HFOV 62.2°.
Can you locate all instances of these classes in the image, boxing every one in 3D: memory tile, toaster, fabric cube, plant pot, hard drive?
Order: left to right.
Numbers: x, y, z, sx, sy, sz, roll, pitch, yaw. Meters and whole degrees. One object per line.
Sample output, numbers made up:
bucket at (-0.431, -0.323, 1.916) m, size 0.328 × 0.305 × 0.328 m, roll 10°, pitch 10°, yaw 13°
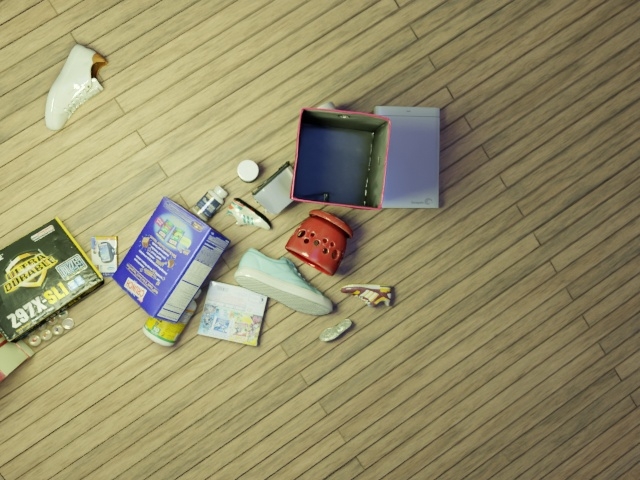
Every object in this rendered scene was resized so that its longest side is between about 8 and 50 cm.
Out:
memory tile at (-0.897, 0.267, 1.733) m, size 0.147 × 0.012 × 0.113 m, roll -28°, pitch 96°, yaw -20°
toaster at (-0.135, -0.172, 1.756) m, size 0.185 × 0.168 × 0.110 m, roll -42°, pitch 99°, yaw -3°
plant pot at (0.000, 0.000, 1.771) m, size 0.191 × 0.191 × 0.174 m, roll 29°, pitch 82°, yaw -8°
fabric cube at (0.049, -0.229, 1.555) m, size 0.253 × 0.258 × 0.259 m, roll 6°, pitch 94°, yaw -4°
hard drive at (0.302, -0.289, 1.867) m, size 0.232 × 0.047 × 0.354 m, roll 0°, pitch 93°, yaw -7°

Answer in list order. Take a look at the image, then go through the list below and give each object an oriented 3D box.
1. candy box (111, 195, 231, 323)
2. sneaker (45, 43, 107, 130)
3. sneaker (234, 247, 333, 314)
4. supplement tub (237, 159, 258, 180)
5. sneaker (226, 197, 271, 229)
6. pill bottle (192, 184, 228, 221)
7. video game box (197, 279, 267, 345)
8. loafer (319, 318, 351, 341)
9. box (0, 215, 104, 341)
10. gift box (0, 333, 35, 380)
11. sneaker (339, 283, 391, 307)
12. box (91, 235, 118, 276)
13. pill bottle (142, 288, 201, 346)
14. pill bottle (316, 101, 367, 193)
candy box at (-0.474, 0.060, 1.672) m, size 0.268 × 0.122 × 0.317 m, roll 31°, pitch 86°, yaw 36°
sneaker at (-0.773, -0.472, 1.688) m, size 0.123 × 0.106 × 0.290 m, roll 23°, pitch 88°, yaw -5°
sneaker at (-0.104, 0.131, 1.794) m, size 0.365 × 0.135 × 0.150 m, roll 28°, pitch 58°, yaw -22°
supplement tub at (-0.241, -0.229, 1.767) m, size 0.070 × 0.107 × 0.071 m, roll 0°, pitch 93°, yaw -8°
sneaker at (-0.246, -0.073, 1.807) m, size 0.161 × 0.057 × 0.075 m, roll 36°, pitch 104°, yaw -9°
pill bottle at (-0.367, -0.127, 1.775) m, size 0.067 × 0.067 × 0.120 m, roll 42°, pitch 87°, yaw -7°
video game box at (-0.297, 0.247, 1.810) m, size 0.205 × 0.048 × 0.187 m, roll 14°, pitch 88°, yaw -8°
loafer at (0.057, 0.321, 1.864) m, size 0.125 × 0.039 × 0.045 m, roll -30°, pitch 61°, yaw -3°
box at (-0.888, 0.119, 1.650) m, size 0.322 × 0.079 × 0.257 m, roll -37°, pitch 89°, yaw -23°
gift box at (-1.067, 0.339, 1.605) m, size 0.255 × 0.258 × 0.277 m, roll -35°, pitch 100°, yaw -5°
sneaker at (0.158, 0.193, 1.856) m, size 0.185 × 0.069 × 0.084 m, roll 1°, pitch 87°, yaw -7°
box at (-0.715, 0.054, 1.757) m, size 0.081 × 0.028 × 0.136 m, roll -1°, pitch 91°, yaw -8°
pill bottle at (-0.484, 0.232, 1.750) m, size 0.117 × 0.117 × 0.209 m, roll 32°, pitch 89°, yaw -8°
pill bottle at (0.060, -0.289, 1.770) m, size 0.176 × 0.176 × 0.319 m, roll -31°, pitch 96°, yaw -5°
